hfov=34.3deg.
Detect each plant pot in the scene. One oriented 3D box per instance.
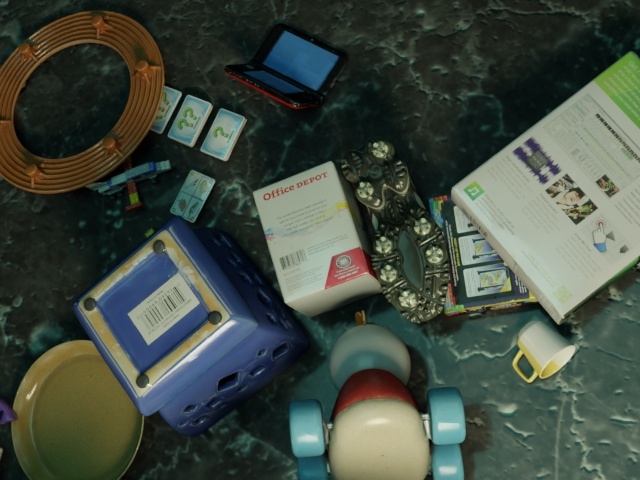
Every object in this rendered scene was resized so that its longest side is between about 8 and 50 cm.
[{"bbox_3d":[-0.360,0.269,1.560,0.236,0.032,0.236,-4,78,21],"label":"plant pot"},{"bbox_3d":[-0.192,0.116,1.466,0.236,0.212,0.236,-39,69,4],"label":"plant pot"}]

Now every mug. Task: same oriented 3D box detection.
[{"bbox_3d":[0.294,0.147,1.401,0.078,0.062,0.064,-39,62,-3],"label":"mug"}]

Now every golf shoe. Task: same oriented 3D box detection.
[{"bbox_3d":[0.121,-0.015,1.457,0.105,0.120,0.273,-21,73,14],"label":"golf shoe"}]

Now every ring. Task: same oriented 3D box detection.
[{"bbox_3d":[-0.410,-0.234,1.685,0.336,0.032,0.337,-7,66,16],"label":"ring"}]

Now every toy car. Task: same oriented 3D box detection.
[{"bbox_3d":[0.071,0.208,1.411,0.219,0.210,0.238,-6,46,2],"label":"toy car"}]

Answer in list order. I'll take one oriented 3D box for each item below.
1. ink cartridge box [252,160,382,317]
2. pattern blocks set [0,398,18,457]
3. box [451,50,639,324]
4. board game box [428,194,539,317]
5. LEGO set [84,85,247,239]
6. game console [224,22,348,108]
[{"bbox_3d":[0.000,0.000,1.483,0.128,0.127,0.176,-20,72,11],"label":"ink cartridge box"},{"bbox_3d":[-0.573,0.383,1.598,0.285,0.026,0.325,29,89,26],"label":"pattern blocks set"},{"bbox_3d":[0.373,-0.074,1.403,0.322,0.058,0.232,-37,74,-3],"label":"box"},{"bbox_3d":[0.233,0.013,1.457,0.141,0.048,0.170,-9,74,12],"label":"board game box"},{"bbox_3d":[-0.249,-0.120,1.625,0.182,0.060,0.244,24,85,24],"label":"LEGO set"},{"bbox_3d":[-0.052,-0.271,1.592,0.144,0.124,0.085,29,112,21],"label":"game console"}]
